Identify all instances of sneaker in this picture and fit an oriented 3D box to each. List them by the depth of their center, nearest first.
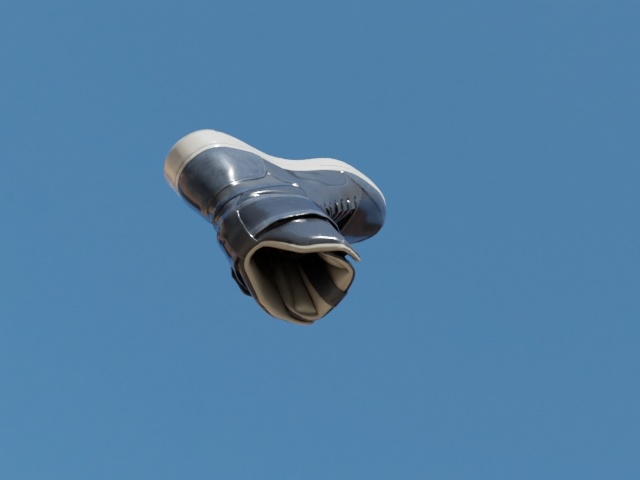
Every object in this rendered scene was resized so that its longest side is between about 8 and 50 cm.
[{"bbox_3d":[-0.001,0.001,1.212,0.163,0.226,0.086,48,-65,38],"label":"sneaker"}]
